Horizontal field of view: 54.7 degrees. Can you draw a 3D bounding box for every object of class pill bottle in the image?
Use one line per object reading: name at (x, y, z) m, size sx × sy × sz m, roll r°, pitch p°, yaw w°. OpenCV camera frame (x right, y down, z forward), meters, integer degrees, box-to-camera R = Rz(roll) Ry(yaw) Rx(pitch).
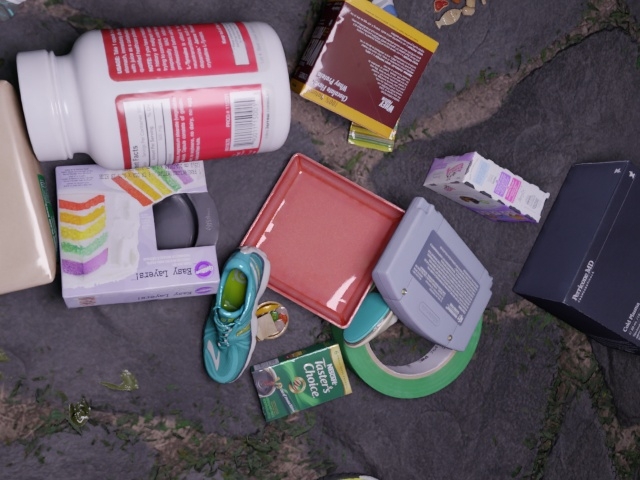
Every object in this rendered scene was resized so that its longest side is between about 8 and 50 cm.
pill bottle at (-0.273, -0.242, 1.043) m, size 0.408 × 0.229 × 0.228 m, roll -9°, pitch 96°, yaw -18°

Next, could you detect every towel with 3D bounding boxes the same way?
towel at (0.127, -0.301, 1.248) m, size 0.102 × 0.021 × 0.237 m, roll 6°, pitch 108°, yaw -20°

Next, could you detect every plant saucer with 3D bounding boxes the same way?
plant saucer at (0.000, 0.000, 1.209) m, size 0.259 × 0.048 × 0.259 m, roll 29°, pitch 84°, yaw 4°

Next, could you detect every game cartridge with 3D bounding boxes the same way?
game cartridge at (0.219, 0.081, 1.187) m, size 0.297 × 0.062 × 0.198 m, roll 44°, pitch 72°, yaw -35°

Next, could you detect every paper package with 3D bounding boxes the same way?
paper package at (-0.598, -0.063, 0.973) m, size 0.310 × 0.168 × 0.324 m, roll -13°, pitch 97°, yaw -15°

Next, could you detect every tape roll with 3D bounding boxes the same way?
tape roll at (0.184, 0.165, 1.303) m, size 0.322 × 0.077 × 0.321 m, roll -1°, pitch 94°, yaw -18°

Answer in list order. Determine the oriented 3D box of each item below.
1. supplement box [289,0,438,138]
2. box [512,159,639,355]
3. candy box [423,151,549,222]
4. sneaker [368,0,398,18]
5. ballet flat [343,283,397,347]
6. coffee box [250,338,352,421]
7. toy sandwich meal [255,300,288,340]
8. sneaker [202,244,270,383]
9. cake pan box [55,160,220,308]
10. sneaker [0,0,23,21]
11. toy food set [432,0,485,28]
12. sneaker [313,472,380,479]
supplement box at (0.072, -0.324, 1.145) m, size 0.191 × 0.129 × 0.194 m, roll 22°, pitch 103°, yaw -21°
box at (0.670, 0.043, 1.405) m, size 0.313 × 0.179 × 0.343 m, roll 30°, pitch 84°, yaw -19°
candy box at (0.342, -0.107, 1.292) m, size 0.196 × 0.165 × 0.070 m, roll 24°, pitch 85°, yaw -19°
sneaker at (0.071, -0.413, 1.226) m, size 0.211 × 0.080 × 0.081 m, roll -33°, pitch 100°, yaw -13°
ballet flat at (0.137, 0.112, 1.207) m, size 0.086 × 0.086 × 0.248 m, roll 35°, pitch 81°, yaw -17°
coffee box at (-0.038, 0.279, 1.242) m, size 0.184 × 0.040 × 0.113 m, roll -16°, pitch 98°, yaw -9°
toy sandwich meal at (-0.101, 0.161, 1.230) m, size 0.086 × 0.029 × 0.085 m, roll -1°, pitch 94°, yaw -19°
sneaker at (-0.171, 0.142, 1.142) m, size 0.107 × 0.110 × 0.275 m, roll 14°, pitch 104°, yaw 6°
cake pan box at (-0.313, -0.017, 1.078) m, size 0.267 × 0.070 × 0.245 m, roll -4°, pitch 70°, yaw -17°
sneaker at (-0.574, -0.420, 1.012) m, size 0.167 × 0.065 × 0.076 m, roll 29°, pitch 126°, yaw -20°
toy food set at (0.289, -0.511, 1.327) m, size 0.122 × 0.019 × 0.077 m, roll -25°, pitch 101°, yaw -8°
sneaker at (-0.025, 0.570, 1.221) m, size 0.385 × 0.147 × 0.145 m, roll -7°, pitch 94°, yaw -19°
